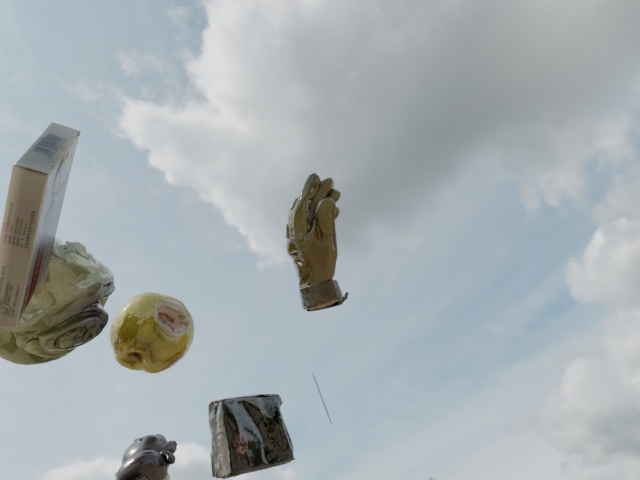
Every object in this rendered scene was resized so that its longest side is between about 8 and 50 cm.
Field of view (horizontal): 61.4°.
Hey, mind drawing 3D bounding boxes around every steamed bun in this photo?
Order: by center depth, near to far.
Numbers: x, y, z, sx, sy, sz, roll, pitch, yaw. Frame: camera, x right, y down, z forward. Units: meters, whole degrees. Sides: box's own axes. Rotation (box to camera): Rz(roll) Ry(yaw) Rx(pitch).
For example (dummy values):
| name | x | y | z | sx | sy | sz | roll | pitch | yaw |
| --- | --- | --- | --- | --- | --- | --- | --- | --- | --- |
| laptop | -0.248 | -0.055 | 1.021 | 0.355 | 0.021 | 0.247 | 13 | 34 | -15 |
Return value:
| name | x | y | z | sx | sy | sz | roll | pitch | yaw |
| --- | --- | --- | --- | --- | --- | --- | --- | --- | --- |
| steamed bun | -0.673 | 0.177 | 1.394 | 0.238 | 0.346 | 0.394 | 32 | -41 | 9 |

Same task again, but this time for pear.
| name | x | y | z | sx | sy | sz | roll | pitch | yaw |
| --- | --- | --- | --- | --- | --- | --- | --- | --- | --- |
| pear | -0.534 | 0.294 | 1.704 | 0.271 | 0.271 | 0.271 | -11 | -41 | -10 |

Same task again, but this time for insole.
| name | x | y | z | sx | sy | sz | roll | pitch | yaw |
| --- | --- | --- | --- | --- | --- | --- | --- | --- | --- |
| insole | 0.005 | 0.438 | 1.491 | 0.002 | 0.152 | 0.053 | -21 | -6 | -2 |

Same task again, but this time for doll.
| name | x | y | z | sx | sy | sz | roll | pitch | yaw |
| --- | --- | --- | --- | --- | --- | --- | --- | --- | --- |
| doll | -0.464 | 0.596 | 1.426 | 0.182 | 0.257 | 0.117 | -31 | -79 | -13 |

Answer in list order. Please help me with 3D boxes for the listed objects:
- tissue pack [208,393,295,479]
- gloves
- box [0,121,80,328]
| name | x | y | z | sx | sy | sz | roll | pitch | yaw |
| --- | --- | --- | --- | --- | --- | --- | --- | --- | --- |
| tissue pack | -0.227 | 0.638 | 1.791 | 0.123 | 0.244 | 0.332 | -21 | -22 | 27 |
| gloves | -0.016 | 0.004 | 1.300 | 0.141 | 0.330 | 0.154 | -6 | -2 | 11 |
| box | -0.558 | -0.030 | 1.048 | 0.069 | 0.214 | 0.353 | 16 | -62 | -17 |
